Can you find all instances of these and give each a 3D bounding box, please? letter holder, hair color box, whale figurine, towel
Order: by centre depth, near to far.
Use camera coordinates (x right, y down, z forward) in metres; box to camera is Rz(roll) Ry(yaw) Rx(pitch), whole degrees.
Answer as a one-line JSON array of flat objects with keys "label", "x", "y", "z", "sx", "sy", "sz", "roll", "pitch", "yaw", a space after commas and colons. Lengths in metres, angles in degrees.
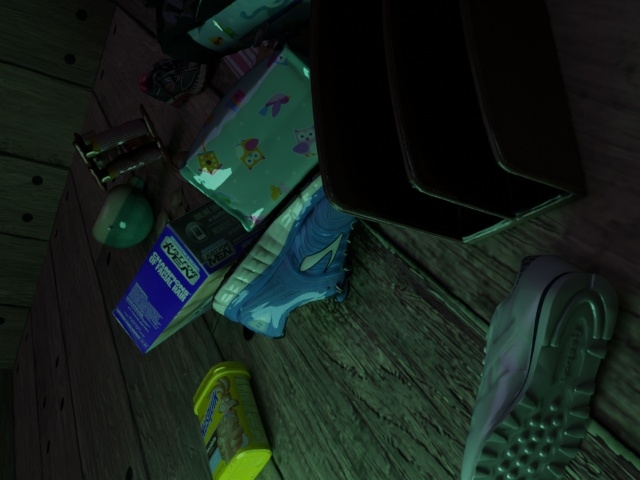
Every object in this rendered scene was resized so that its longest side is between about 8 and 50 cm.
[{"label": "letter holder", "x": 0.114, "y": -0.174, "z": 0.611, "sx": 0.152, "sy": 0.215, "sz": 0.301, "roll": -30, "pitch": 55, "yaw": 50}, {"label": "hair color box", "x": -0.215, "y": 0.054, "z": 1.032, "sx": 0.110, "sy": 0.185, "sz": 0.339, "roll": 50, "pitch": 138, "yaw": 5}, {"label": "towel", "x": -0.121, "y": -0.401, "z": 1.137, "sx": 0.197, "sy": 0.029, "sz": 0.144, "roll": -57, "pitch": 43, "yaw": 21}, {"label": "whale figurine", "x": -0.527, "y": -0.079, "z": 1.671, "sx": 0.216, "sy": 0.141, "sz": 0.272, "roll": -59, "pitch": 13, "yaw": 18}]

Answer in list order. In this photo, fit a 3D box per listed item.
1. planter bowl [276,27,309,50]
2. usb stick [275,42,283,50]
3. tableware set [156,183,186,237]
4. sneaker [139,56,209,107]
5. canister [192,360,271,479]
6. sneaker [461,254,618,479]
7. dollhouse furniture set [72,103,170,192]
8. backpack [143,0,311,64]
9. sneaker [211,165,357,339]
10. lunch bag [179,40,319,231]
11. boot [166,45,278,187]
[{"label": "planter bowl", "x": -0.021, "y": -0.395, "z": 0.966, "sx": 0.109, "sy": 0.162, "sz": 0.162, "roll": -19, "pitch": 62, "yaw": 29}, {"label": "usb stick", "x": -0.110, "y": -0.275, "z": 1.146, "sx": 0.077, "sy": 0.045, "sz": 0.277, "roll": -5, "pitch": 75, "yaw": 56}, {"label": "tableware set", "x": -0.369, "y": -0.050, "z": 1.494, "sx": 0.168, "sy": 0.020, "sz": 0.141, "roll": -52, "pitch": 43, "yaw": 33}, {"label": "sneaker", "x": -0.366, "y": -0.424, "z": 1.529, "sx": 0.299, "sy": 0.112, "sz": 0.120, "roll": -21, "pitch": 63, "yaw": 52}, {"label": "canister", "x": -0.147, "y": 0.304, "z": 0.985, "sx": 0.126, "sy": 0.073, "sz": 0.170, "roll": -58, "pitch": 39, "yaw": 28}, {"label": "sneaker", "x": 0.183, "y": 0.128, "z": 0.544, "sx": 0.235, "sy": 0.090, "sz": 0.095, "roll": -69, "pitch": 21, "yaw": 7}, {"label": "dollhouse furniture set", "x": -0.563, "y": -0.285, "z": 1.675, "sx": 0.374, "sy": 0.201, "sz": 0.152, "roll": 45, "pitch": 160, "yaw": 59}, {"label": "backpack", "x": -0.050, "y": -0.409, "z": 0.767, "sx": 0.356, "sy": 0.274, "sz": 0.290, "roll": -17, "pitch": 74, "yaw": 55}, {"label": "sneaker", "x": 0.000, "y": 0.000, "z": 0.830, "sx": 0.330, "sy": 0.147, "sz": 0.130, "roll": -50, "pitch": 10, "yaw": 12}, {"label": "lunch bag", "x": -0.066, "y": -0.164, "z": 0.861, "sx": 0.223, "sy": 0.160, "sz": 0.262, "roll": -44, "pitch": 16, "yaw": 15}, {"label": "boot", "x": -0.131, "y": -0.206, "z": 1.052, "sx": 0.236, "sy": 0.089, "sz": 0.269, "roll": 24, "pitch": 106, "yaw": 13}]
